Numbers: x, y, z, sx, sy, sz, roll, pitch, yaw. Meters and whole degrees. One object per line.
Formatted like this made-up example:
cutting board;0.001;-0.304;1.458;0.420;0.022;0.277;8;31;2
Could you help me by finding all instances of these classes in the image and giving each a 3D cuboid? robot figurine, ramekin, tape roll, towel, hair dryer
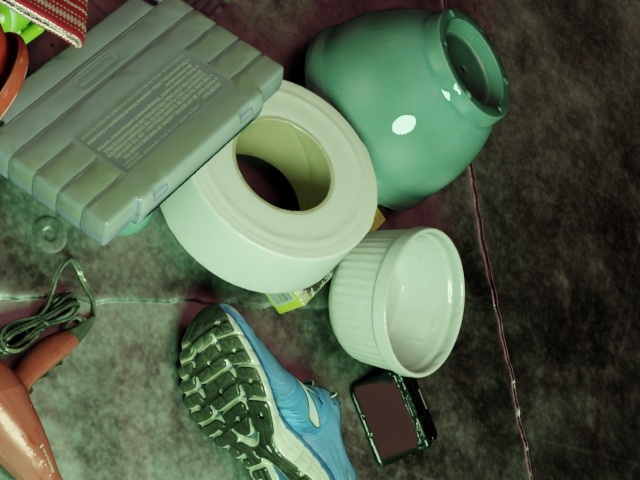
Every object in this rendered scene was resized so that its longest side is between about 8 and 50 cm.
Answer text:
robot figurine;-0.382;-0.286;1.831;0.115;0.067;0.101;-34;92;-44
ramekin;0.101;0.081;2.054;0.207;0.109;0.207;-10;102;-54
tape roll;-0.070;-0.077;1.958;0.286;0.100;0.286;15;55;-23
towel;-0.371;-0.365;1.829;0.199;0.031;0.274;28;35;-32
hair dryer;-0.332;0.148;1.706;0.224;0.080;0.293;10;69;-40

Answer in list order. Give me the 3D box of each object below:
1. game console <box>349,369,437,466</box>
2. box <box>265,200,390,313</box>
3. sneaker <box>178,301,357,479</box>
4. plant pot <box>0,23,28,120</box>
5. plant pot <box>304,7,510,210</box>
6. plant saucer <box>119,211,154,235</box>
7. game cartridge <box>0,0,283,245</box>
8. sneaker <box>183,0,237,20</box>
game console;0.104;0.242;2.102;0.122;0.071;0.107;69;16;1
box;0.000;0.000;2.068;0.087;0.058;0.232;54;47;-12
sneaker;-0.060;0.220;1.909;0.330;0.130;0.147;60;32;-11
plant pot;-0.436;-0.205;1.674;0.174;0.191;0.191;37;53;-33
plant pot;0.145;-0.215;2.137;0.293;0.196;0.293;34;42;-38
plant saucer;-0.253;-0.066;1.895;0.119;0.021;0.119;15;65;-37
game cartridge;-0.232;-0.161;1.836;0.230;0.068;0.355;37;54;10
sneaker;-0.212;-0.376;2.007;0.236;0.095;0.104;22;39;-39
